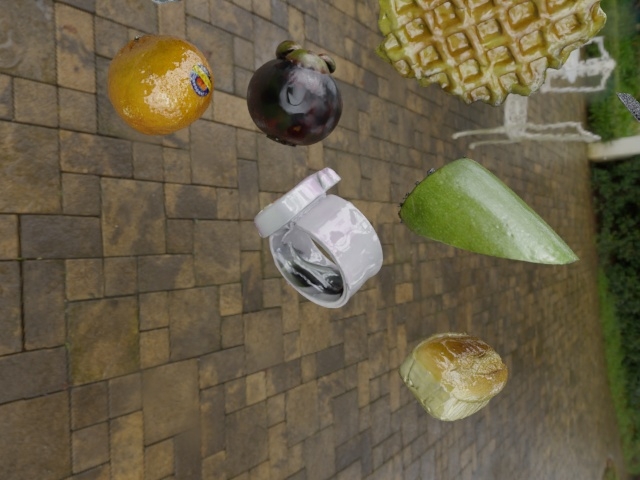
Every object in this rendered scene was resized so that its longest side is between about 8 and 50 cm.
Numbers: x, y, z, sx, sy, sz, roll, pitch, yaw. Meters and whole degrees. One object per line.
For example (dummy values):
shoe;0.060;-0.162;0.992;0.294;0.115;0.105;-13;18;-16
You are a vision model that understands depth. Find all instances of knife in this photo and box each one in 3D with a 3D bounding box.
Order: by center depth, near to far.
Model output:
knife;0.728;-0.248;1.197;0.230;0.028;0.060;41;57;-6

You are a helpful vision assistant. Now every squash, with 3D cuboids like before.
squash;0.281;-0.004;0.954;0.189;0.189;0.260;7;42;-56

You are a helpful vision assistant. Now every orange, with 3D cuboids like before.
orange;-0.268;-0.264;0.926;0.155;0.177;0.178;52;47;-50

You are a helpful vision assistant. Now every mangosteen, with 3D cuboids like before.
mangosteen;-0.048;-0.290;1.104;0.210;0.209;0.210;6;83;-56

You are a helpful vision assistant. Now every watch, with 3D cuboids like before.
watch;0.000;0.000;1.040;0.231;0.244;0.196;50;59;-5

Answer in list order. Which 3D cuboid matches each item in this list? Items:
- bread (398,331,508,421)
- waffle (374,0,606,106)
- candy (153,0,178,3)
bread;0.243;0.231;0.965;0.236;0.140;0.106;7;125;-53
waffle;0.213;-0.304;0.691;0.281;0.301;0.058;29;44;-22
candy;-0.237;-0.522;0.718;0.386;0.186;0.427;21;69;-26
